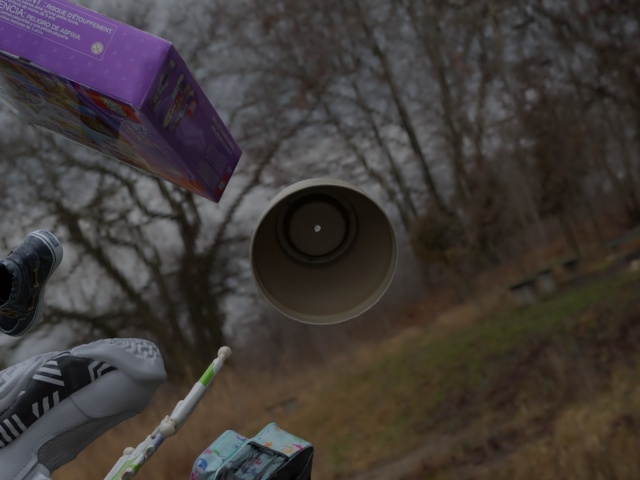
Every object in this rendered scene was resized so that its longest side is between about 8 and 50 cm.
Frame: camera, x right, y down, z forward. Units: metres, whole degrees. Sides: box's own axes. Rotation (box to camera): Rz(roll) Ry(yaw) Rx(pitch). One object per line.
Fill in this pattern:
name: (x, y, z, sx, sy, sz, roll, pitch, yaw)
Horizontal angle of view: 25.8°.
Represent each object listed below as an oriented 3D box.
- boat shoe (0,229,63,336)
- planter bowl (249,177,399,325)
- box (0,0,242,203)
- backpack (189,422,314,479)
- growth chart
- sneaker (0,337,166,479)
boat shoe: (-0.370, 0.064, 1.654, 0.083, 0.065, 0.183, -39, -15, -46)
planter bowl: (0.000, 0.000, 1.548, 0.162, 0.162, 0.109, -20, 19, 2)
box: (-0.185, -0.123, 1.121, 0.201, 0.057, 0.293, 23, -8, 10)
backpack: (-0.123, 0.449, 2.499, 0.253, 0.191, 0.225, -33, -36, -51)
growth chart: (-0.190, 0.226, 1.504, 0.237, 0.021, 0.172, -46, 4, 34)
sneaker: (-0.252, 0.222, 1.014, 0.366, 0.210, 0.137, -25, -2, -18)
